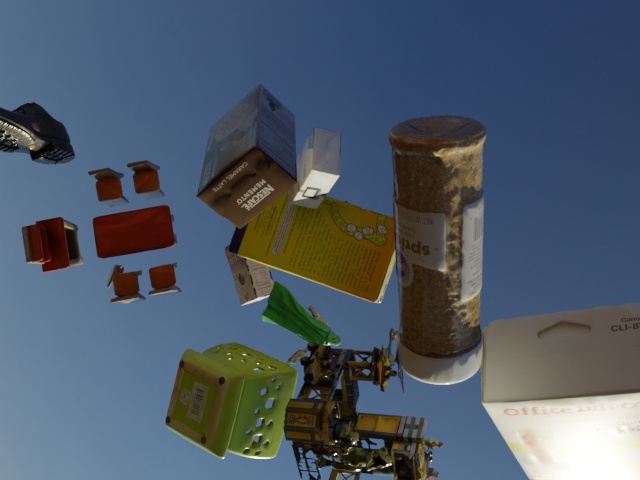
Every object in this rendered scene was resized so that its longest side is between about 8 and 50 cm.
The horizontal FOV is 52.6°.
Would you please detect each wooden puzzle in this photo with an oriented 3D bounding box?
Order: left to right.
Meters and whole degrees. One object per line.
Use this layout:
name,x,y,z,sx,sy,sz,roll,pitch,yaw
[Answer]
wooden puzzle,-0.061,0.300,1.676,0.006,0.083,0.049,56,-31,-11

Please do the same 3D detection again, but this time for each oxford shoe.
oxford shoe,-0.543,-0.209,1.171,0.083,0.227,0.096,-17,-102,11

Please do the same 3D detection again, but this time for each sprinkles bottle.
sprinkles bottle,0.158,0.018,0.867,0.121,0.121,0.355,24,-52,45

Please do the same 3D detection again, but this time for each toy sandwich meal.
toy sandwich meal,-0.622,0.108,1.968,0.085,0.029,0.085,-50,-152,40

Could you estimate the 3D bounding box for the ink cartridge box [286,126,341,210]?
ink cartridge box,-0.016,-0.138,1.332,0.180,0.060,0.104,128,-31,-59

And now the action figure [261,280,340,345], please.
action figure,-0.043,0.218,1.739,0.232,0.063,0.137,32,-56,23

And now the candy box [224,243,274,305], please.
candy box,-0.219,0.091,2.012,0.165,0.070,0.196,-27,-101,63

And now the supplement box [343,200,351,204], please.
supplement box,0.023,-0.021,1.808,0.220,0.114,0.111,-10,-125,50

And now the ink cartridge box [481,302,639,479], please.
ink cartridge box,0.468,0.298,1.133,0.280,0.160,0.384,-13,-47,27

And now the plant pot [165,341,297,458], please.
plant pot,-0.220,0.375,1.522,0.227,0.207,0.228,15,-89,37

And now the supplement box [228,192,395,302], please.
supplement box,0.000,0.000,1.520,0.357,0.194,0.195,19,-93,9

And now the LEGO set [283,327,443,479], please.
LEGO set,0.084,0.317,1.001,0.192,0.255,0.330,0,-71,18

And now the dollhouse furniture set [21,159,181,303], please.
dollhouse furniture set,-0.410,-0.007,1.240,0.135,0.259,0.261,62,18,-85

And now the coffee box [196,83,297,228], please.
coffee box,-0.125,-0.153,1.139,0.141,0.098,0.246,-37,-150,23
